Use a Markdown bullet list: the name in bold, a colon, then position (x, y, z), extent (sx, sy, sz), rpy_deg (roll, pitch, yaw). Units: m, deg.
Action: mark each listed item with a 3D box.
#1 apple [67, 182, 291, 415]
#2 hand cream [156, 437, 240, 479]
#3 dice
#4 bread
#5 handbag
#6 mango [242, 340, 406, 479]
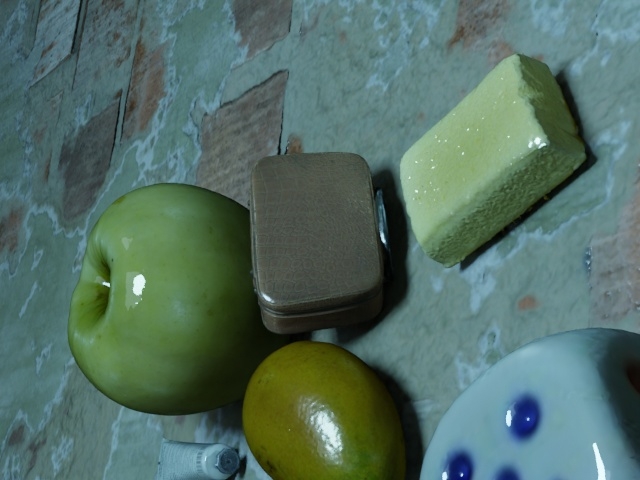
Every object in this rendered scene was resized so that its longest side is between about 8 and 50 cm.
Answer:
- **apple**: position (-0.156, 0.068, 1.435), extent (0.262, 0.262, 0.262), rpy_deg (-32, 48, 45)
- **hand cream**: position (-0.153, 0.268, 1.528), extent (0.194, 0.042, 0.067), rpy_deg (-18, 67, 58)
- **dice**: position (0.198, 0.187, 0.892), extent (0.194, 0.193, 0.191), rpy_deg (-48, 40, 30)
- **bread**: position (0.158, -0.076, 1.210), extent (0.188, 0.068, 0.125), rpy_deg (-44, 41, 37)
- **handbag**: position (0.000, 0.000, 1.346), extent (0.072, 0.151, 0.193), rpy_deg (84, -177, -54)
- **mango**: position (0.007, 0.185, 1.254), extent (0.221, 0.120, 0.151), rpy_deg (30, 103, 51)
